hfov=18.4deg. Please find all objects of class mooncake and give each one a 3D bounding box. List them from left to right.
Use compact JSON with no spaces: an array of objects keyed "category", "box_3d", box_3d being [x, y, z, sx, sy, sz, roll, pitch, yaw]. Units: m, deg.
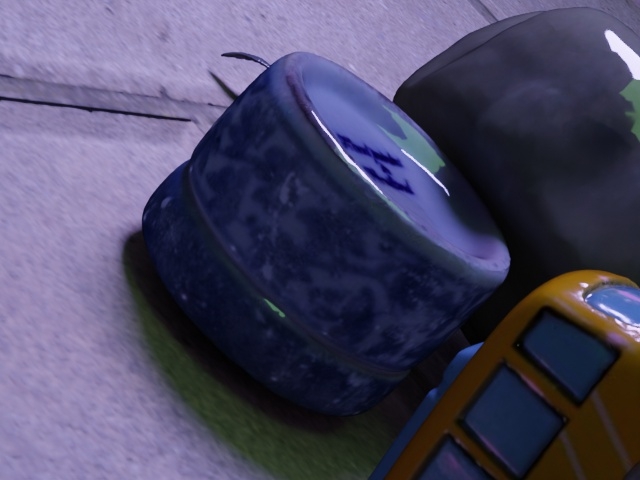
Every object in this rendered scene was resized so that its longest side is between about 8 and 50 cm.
[{"category":"mooncake","box_3d":[0.144,0.004,1.025,0.275,0.135,0.275,59,-7,12]}]

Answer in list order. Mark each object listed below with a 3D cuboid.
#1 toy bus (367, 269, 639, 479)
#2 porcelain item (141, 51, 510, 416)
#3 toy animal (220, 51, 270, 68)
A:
[{"category":"toy bus","box_3d":[0.085,0.111,0.709,0.136,0.209,0.126,40,16,20]},{"category":"porcelain item","box_3d":[0.000,0.000,0.906,0.147,0.114,0.147,40,19,-17]},{"category":"toy animal","box_3d":[-0.025,-0.081,1.177,0.084,0.028,0.050,39,17,-22]}]
